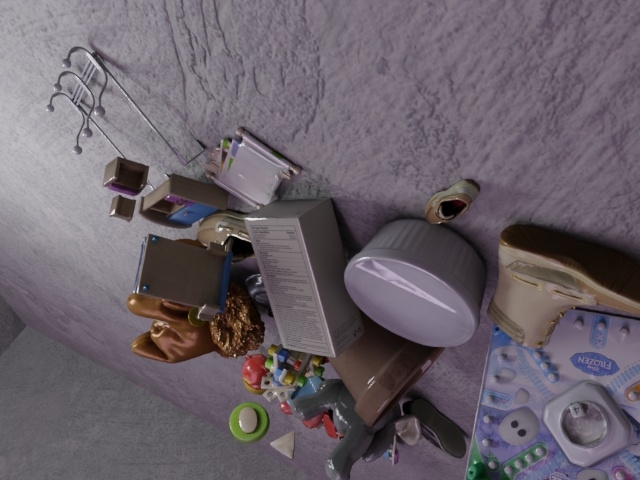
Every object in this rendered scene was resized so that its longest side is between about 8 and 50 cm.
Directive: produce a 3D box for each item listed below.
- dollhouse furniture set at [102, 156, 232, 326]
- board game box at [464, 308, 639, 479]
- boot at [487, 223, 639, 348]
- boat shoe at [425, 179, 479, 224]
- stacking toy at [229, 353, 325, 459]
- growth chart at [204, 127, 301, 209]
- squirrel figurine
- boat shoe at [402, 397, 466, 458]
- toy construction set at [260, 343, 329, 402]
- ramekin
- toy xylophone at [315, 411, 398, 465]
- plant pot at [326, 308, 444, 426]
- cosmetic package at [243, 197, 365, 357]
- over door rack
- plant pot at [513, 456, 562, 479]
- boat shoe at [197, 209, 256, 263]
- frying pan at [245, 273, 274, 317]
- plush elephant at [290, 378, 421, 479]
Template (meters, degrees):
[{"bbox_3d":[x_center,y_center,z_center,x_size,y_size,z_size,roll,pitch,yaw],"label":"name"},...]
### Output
[{"bbox_3d":[-0.363,0.024,1.415,0.286,0.304,0.198,16,158,-32],"label":"dollhouse furniture set"},{"bbox_3d":[0.455,0.318,1.118,0.389,0.390,0.050,8,174,35],"label":"board game box"},{"bbox_3d":[0.406,0.103,1.063,0.261,0.095,0.204,22,134,25],"label":"boot"},{"bbox_3d":[0.214,-0.057,1.098,0.050,0.045,0.135,35,150,-5],"label":"boat shoe"},{"bbox_3d":[-0.148,0.515,2.058,0.308,0.280,0.130,18,149,15],"label":"stacking toy"},{"bbox_3d":[-0.152,-0.143,1.334,0.172,0.021,0.237,37,150,-8],"label":"growth chart"},{"bbox_3d":[-0.312,0.153,1.734,0.396,0.281,0.371,21,138,5],"label":"squirrel figurine"},{"bbox_3d":[0.325,0.535,1.847,0.228,0.081,0.068,47,150,-11],"label":"boat shoe"},{"bbox_3d":[-0.067,0.347,1.787,0.151,0.215,0.328,29,150,6],"label":"toy construction set"},{"bbox_3d":[0.190,0.075,1.235,0.272,0.127,0.273,24,150,15],"label":"ramekin"},{"bbox_3d":[0.121,0.628,2.168,0.322,0.081,0.236,15,146,27],"label":"toy xylophone"},{"bbox_3d":[0.120,0.253,1.480,0.229,0.263,0.263,42,153,16],"label":"plant pot"},{"bbox_3d":[-0.030,0.074,1.338,0.160,0.113,0.310,3,115,41],"label":"cosmetic package"},{"bbox_3d":[-0.434,-0.229,1.382,0.324,0.108,0.239,41,150,-16],"label":"over door rack"},{"bbox_3d":[0.496,0.366,1.289,0.253,0.254,0.239,10,159,33],"label":"plant pot"},{"bbox_3d":[-0.199,-0.002,1.508,0.302,0.098,0.109,0,138,42],"label":"boat shoe"},{"bbox_3d":[-0.133,0.156,1.695,0.197,0.053,0.326,27,151,-25],"label":"frying pan"},{"bbox_3d":[0.124,0.487,1.770,0.272,0.330,0.255,43,171,40],"label":"plush elephant"}]
